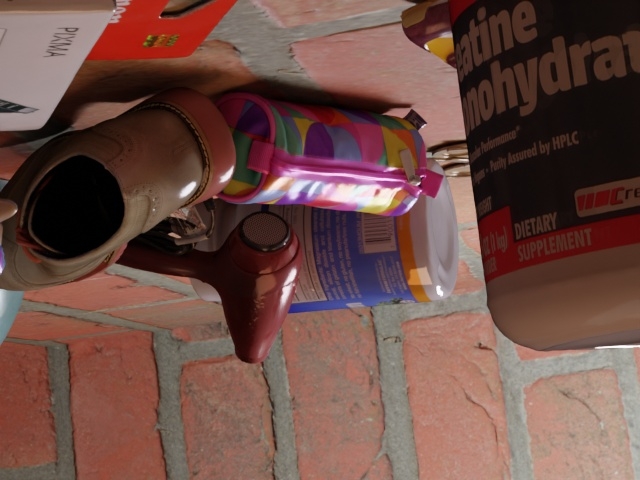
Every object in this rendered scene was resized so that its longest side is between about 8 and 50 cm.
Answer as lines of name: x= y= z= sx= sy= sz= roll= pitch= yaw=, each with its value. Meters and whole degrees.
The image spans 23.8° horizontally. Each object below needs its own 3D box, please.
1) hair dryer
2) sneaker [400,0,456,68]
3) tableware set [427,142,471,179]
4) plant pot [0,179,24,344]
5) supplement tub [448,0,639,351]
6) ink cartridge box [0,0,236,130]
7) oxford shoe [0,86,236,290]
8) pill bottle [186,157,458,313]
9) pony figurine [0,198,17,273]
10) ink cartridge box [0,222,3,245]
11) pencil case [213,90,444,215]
hair dryer: x=-0.123 y=0.013 z=1.519 sx=0.223 sy=0.080 sz=0.293 roll=-13 pitch=126 yaw=37
sneaker: x=0.132 y=-0.129 z=1.089 sx=0.185 sy=0.084 sz=0.069 roll=1 pitch=169 yaw=-44
tableware set: x=0.161 y=-0.083 z=1.667 sx=0.141 sy=0.020 sz=0.168 roll=-2 pitch=170 yaw=-31
plant pot: x=-0.431 y=0.059 z=1.540 sx=0.293 sy=0.196 sz=0.293 roll=-6 pitch=172 yaw=-1
supplement tub: x=0.156 y=-0.093 z=0.697 sx=0.191 sy=0.272 sz=0.191 roll=-7 pitch=172 yaw=-1
ink cartridge box: x=-0.162 y=-0.127 z=0.955 sx=0.238 sy=0.060 sz=0.275 roll=-3 pitch=171 yaw=-19
oxford shoe: x=-0.221 y=-0.027 z=1.275 sx=0.130 sy=0.123 sz=0.348 roll=-31 pitch=180 yaw=-43
pill bottle: x=0.000 y=0.000 z=1.618 sx=0.272 sy=0.152 sz=0.152 roll=-6 pitch=173 yaw=18
pony figurine: x=-0.380 y=0.036 z=1.003 sx=0.363 sy=0.303 sz=0.351 roll=-3 pitch=-157 yaw=-12
ink cartridge box: x=-0.441 y=0.046 z=1.285 sx=0.307 sy=0.129 sz=0.223 roll=-3 pitch=128 yaw=-25
pencil case: x=0.001 y=-0.073 z=1.330 sx=0.104 sy=0.104 sz=0.236 roll=-14 pitch=170 yaw=41
